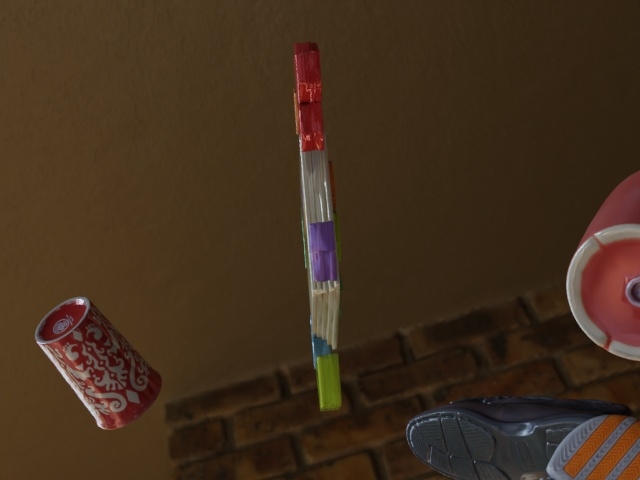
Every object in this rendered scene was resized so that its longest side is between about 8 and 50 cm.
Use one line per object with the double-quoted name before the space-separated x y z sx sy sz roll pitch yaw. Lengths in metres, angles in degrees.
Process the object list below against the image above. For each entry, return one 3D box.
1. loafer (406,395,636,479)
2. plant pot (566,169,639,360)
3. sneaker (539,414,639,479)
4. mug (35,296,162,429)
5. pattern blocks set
"loafer" 0.253 0.247 1.323 0.302 0.095 0.109 -7 -75 41
"plant pot" 0.486 0.043 1.492 0.243 0.275 0.275 -24 -33 -54
"sneaker" 0.202 0.309 0.895 0.321 0.124 0.180 -44 -44 -3
"mug" -0.330 0.171 1.483 0.150 0.113 0.169 -3 -48 37
"pattern blocks set" 0.000 0.000 0.884 0.026 0.285 0.325 -4 -8 -2
